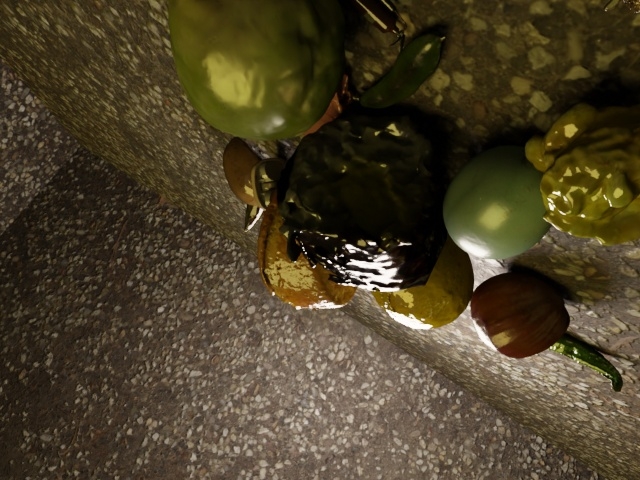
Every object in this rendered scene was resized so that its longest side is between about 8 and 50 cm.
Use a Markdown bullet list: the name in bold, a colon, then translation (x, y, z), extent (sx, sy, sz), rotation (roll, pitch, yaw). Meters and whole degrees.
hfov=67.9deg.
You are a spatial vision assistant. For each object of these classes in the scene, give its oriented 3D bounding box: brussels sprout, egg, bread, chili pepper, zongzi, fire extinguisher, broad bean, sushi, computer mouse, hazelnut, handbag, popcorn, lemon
- **brussels sprout**: translation (-0.092, -0.285, 0.690), extent (0.316, 0.243, 0.273), rotation (90, 159, -43)
- **egg**: translation (0.287, -0.059, 0.764), extent (0.168, 0.168, 0.231), rotation (30, 163, 12)
- **bread**: translation (0.000, -0.003, 1.213), extent (0.204, 0.358, 0.337), rotation (7, 160, 25)
- **chili pepper**: translation (0.626, 0.280, 1.281), extent (0.359, 0.076, 0.085), rotation (26, -170, 37)
- **zongzi**: translation (-0.209, -0.133, 1.494), extent (0.084, 0.184, 0.187), rotation (28, 164, 18)
- **fire extinguisher**: translation (0.062, -0.335, 0.651), extent (0.173, 0.035, 0.049), rotation (37, 126, -12)
- **broad bean**: translation (0.124, -0.251, 0.739), extent (0.065, 0.046, 0.254), rotation (37, 165, -13)
- **sushi**: translation (0.086, -0.059, 0.909), extent (0.300, 0.281, 0.294), rotation (0, 161, 16)
- **computer mouse**: translation (-0.118, -0.151, 1.285), extent (0.082, 0.145, 0.236), rotation (-6, -174, 10)
- **hazelnut**: translation (0.459, 0.179, 1.113), extent (0.210, 0.186, 0.210), rotation (49, 173, 8)
- **handbag**: translation (-0.007, -0.268, 0.927), extent (0.157, 0.059, 0.212), rotation (30, 166, 15)
- **popcorn**: translation (0.358, -0.087, 0.576), extent (0.198, 0.155, 0.197), rotation (4, 154, 2)
- **lemon**: translation (0.232, 0.074, 1.130), extent (0.254, 0.253, 0.310), rotation (14, 152, 50)

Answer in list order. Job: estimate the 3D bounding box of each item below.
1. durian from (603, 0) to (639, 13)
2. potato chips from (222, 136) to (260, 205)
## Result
- **durian**: translation (0.291, -0.229, 0.409), extent (0.080, 0.080, 0.091), rotation (40, 120, -21)
- **potato chips**: translation (-0.236, -0.197, 1.414), extent (0.195, 0.062, 0.208), rotation (17, 124, 39)
